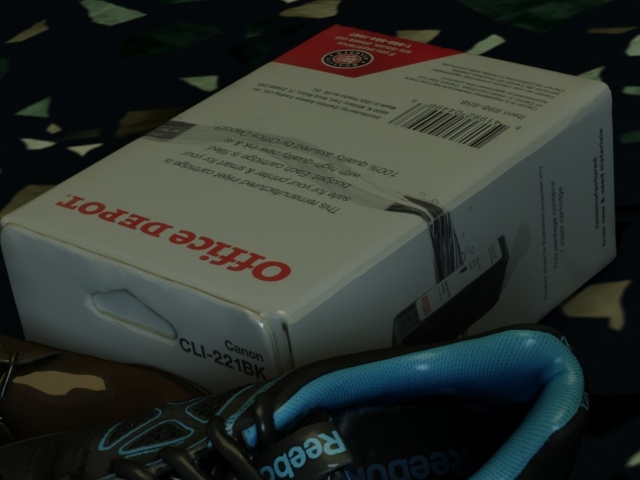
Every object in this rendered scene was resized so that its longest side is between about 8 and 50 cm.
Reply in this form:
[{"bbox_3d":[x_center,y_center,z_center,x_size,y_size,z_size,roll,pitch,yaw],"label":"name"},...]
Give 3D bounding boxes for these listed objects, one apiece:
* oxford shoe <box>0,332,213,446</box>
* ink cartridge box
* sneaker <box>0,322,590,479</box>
[{"bbox_3d":[-0.144,0.082,0.866,0.227,0.096,0.083,6,72,32],"label":"oxford shoe"},{"bbox_3d":[0.000,0.000,0.972,0.197,0.114,0.273,17,37,37],"label":"ink cartridge box"},{"bbox_3d":[-0.053,0.105,0.724,0.341,0.140,0.125,-18,69,-20],"label":"sneaker"}]
